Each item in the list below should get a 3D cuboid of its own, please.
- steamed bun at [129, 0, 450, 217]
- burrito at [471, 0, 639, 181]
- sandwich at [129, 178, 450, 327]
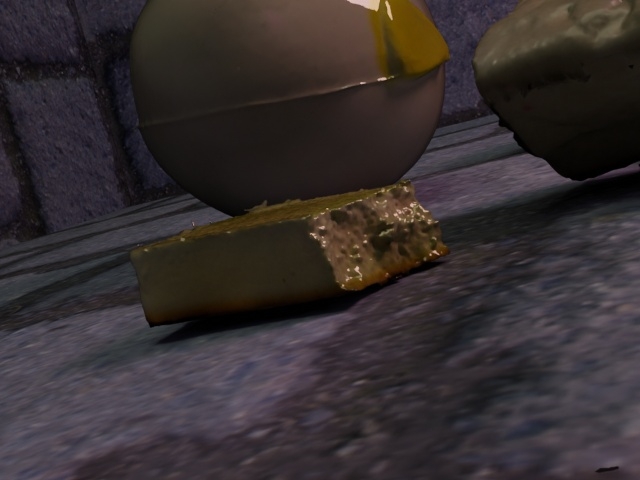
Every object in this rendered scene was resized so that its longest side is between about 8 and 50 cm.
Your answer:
[{"bbox_3d":[-0.032,-0.171,1.016,0.333,0.334,0.374,-14,12,4],"label":"steamed bun"},{"bbox_3d":[0.285,-0.139,0.634,0.331,0.135,0.190,-10,-26,31],"label":"burrito"},{"bbox_3d":[0.000,0.000,0.607,0.162,0.058,0.193,-10,6,22],"label":"sandwich"}]
